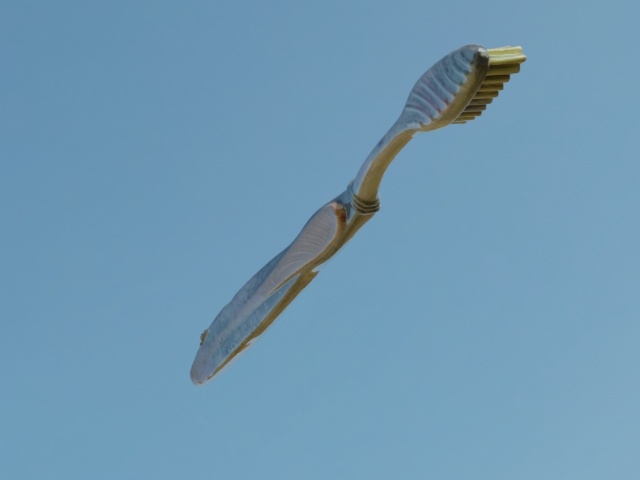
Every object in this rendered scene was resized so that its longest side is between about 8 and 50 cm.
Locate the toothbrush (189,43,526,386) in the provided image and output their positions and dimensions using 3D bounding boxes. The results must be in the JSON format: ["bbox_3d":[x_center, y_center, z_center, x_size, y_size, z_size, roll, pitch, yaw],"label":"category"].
[{"bbox_3d":[0.000,0.000,0.978,0.037,0.028,0.375,-9,-22,-32],"label":"toothbrush"}]
